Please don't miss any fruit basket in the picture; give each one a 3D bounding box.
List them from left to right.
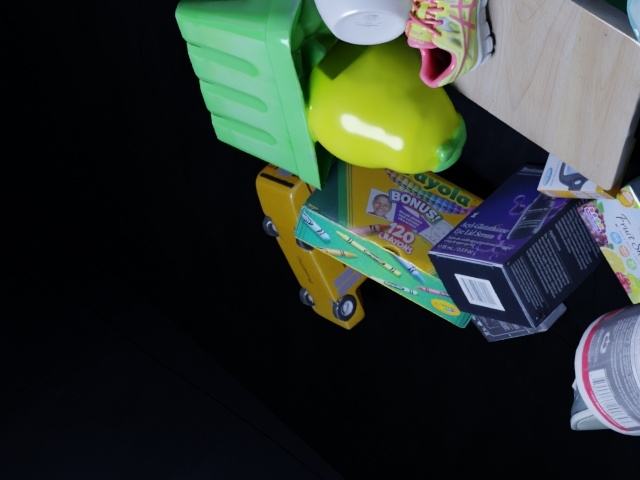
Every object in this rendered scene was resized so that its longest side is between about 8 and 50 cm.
[{"bbox_3d":[0.026,-0.230,1.662,0.392,0.283,0.392,13,154,6],"label":"fruit basket"}]

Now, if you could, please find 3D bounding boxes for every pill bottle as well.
[{"bbox_3d":[0.468,0.147,1.610,0.176,0.176,0.318,48,159,-3],"label":"pill bottle"}]

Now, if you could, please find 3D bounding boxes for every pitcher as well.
[{"bbox_3d":[0.025,-0.336,1.473,0.125,0.178,0.207,109,160,-70],"label":"pitcher"}]

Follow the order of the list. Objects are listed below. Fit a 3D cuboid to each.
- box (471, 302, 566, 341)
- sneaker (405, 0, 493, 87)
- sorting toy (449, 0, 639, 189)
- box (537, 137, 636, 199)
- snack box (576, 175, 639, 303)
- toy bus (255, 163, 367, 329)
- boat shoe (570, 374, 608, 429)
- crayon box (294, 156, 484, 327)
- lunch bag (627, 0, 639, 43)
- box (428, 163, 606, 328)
[{"bbox_3d":[0.251,0.048,2.002,0.231,0.056,0.183,50,157,-6],"label":"box"},{"bbox_3d":[0.131,-0.252,1.408,0.081,0.094,0.208,29,151,41],"label":"sneaker"},{"bbox_3d":[0.269,-0.222,1.456,0.255,0.089,0.257,38,156,22],"label":"sorting toy"},{"bbox_3d":[0.322,-0.094,1.590,0.028,0.081,0.136,26,170,-31],"label":"box"},{"bbox_3d":[0.390,0.000,1.575,0.141,0.037,0.100,58,146,-1],"label":"snack box"},{"bbox_3d":[0.000,0.000,2.284,0.108,0.130,0.332,22,147,46],"label":"toy bus"},{"bbox_3d":[0.438,0.211,1.933,0.319,0.116,0.099,83,-178,-67],"label":"boat shoe"},{"bbox_3d":[0.125,-0.017,1.827,0.278,0.165,0.081,28,145,7],"label":"crayon box"},{"bbox_3d":[0.434,-0.181,1.194,0.224,0.108,0.279,50,161,-23],"label":"lunch bag"},{"bbox_3d":[0.273,0.003,1.678,0.153,0.207,0.108,9,136,55],"label":"box"}]
